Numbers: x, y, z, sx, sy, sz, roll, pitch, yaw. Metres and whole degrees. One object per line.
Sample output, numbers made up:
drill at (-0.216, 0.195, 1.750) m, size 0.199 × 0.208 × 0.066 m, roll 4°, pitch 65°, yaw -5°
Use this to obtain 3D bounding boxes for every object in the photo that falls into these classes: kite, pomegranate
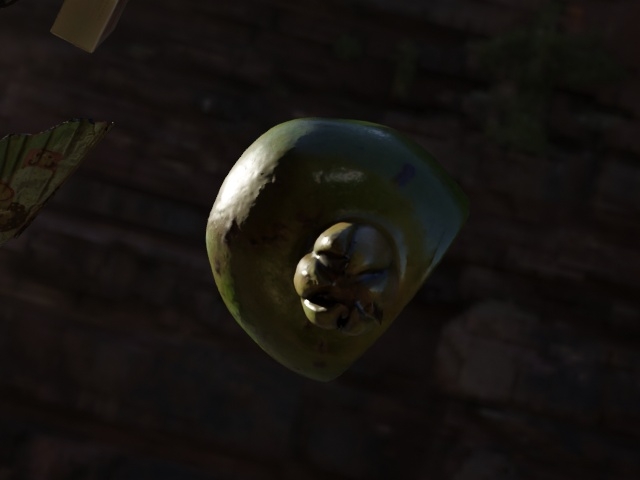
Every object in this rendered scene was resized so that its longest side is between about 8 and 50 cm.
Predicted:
kite at (-0.351, -0.057, 1.788) m, size 0.323 × 0.013 × 0.267 m, roll -14°, pitch -39°, yaw -5°
pomegranate at (-0.007, 0.006, 1.359) m, size 0.159 × 0.241 × 0.190 m, roll 37°, pitch -53°, yaw -9°

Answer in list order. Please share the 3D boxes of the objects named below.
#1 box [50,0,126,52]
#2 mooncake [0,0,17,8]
box at (-0.259, -0.311, 2.229) m, size 0.058 × 0.141 × 0.201 m, roll 27°, pitch 12°, yaw -5°
mooncake at (-0.469, -0.391, 2.343) m, size 0.245 × 0.244 × 0.133 m, roll 17°, pitch -26°, yaw -23°
